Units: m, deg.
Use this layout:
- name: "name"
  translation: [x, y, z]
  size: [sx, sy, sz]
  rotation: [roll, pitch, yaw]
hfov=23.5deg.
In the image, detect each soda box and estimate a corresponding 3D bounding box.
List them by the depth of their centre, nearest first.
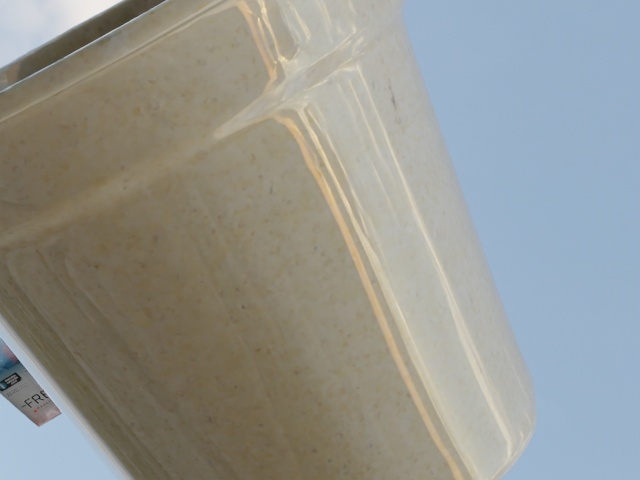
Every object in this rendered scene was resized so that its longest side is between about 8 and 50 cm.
- name: "soda box"
  translation: [-0.207, 0.046, 1.130]
  size: [0.058, 0.183, 0.063]
  rotation: [-32, -52, 10]

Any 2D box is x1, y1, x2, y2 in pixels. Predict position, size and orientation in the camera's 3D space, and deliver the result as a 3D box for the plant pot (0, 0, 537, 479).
- name: "plant pot"
  translation: [-0.042, 0.013, 0.842]
  size: [0.333, 0.334, 0.305]
  rotation: [-18, -74, 38]
